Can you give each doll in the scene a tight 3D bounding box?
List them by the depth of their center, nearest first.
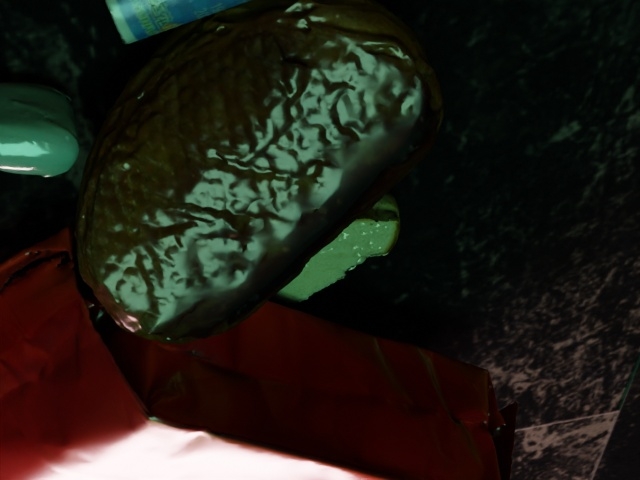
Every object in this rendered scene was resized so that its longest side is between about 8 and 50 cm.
[{"bbox_3d":[-0.212,-0.061,0.653,0.159,0.059,0.159,18,132,-36],"label":"doll"}]

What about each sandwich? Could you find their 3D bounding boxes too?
[{"bbox_3d":[0.000,0.000,0.820,0.105,0.035,0.093,-6,141,-11],"label":"sandwich"}]

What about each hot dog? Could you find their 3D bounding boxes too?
[{"bbox_3d":[-0.037,-0.040,0.692,0.227,0.099,0.160,-43,127,4],"label":"hot dog"}]

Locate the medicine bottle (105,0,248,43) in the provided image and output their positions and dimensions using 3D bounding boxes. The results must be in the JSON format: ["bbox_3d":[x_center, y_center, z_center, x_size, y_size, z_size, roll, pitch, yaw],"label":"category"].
[{"bbox_3d":[-0.018,-0.152,0.620,0.191,0.051,0.051,-18,141,3],"label":"medicine bottle"}]

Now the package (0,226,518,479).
[{"bbox_3d":[-0.058,0.127,0.864,0.424,0.123,0.196,23,140,-37],"label":"package"}]
